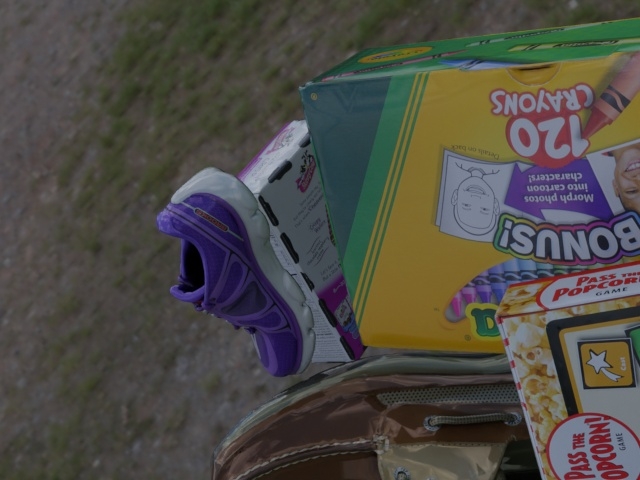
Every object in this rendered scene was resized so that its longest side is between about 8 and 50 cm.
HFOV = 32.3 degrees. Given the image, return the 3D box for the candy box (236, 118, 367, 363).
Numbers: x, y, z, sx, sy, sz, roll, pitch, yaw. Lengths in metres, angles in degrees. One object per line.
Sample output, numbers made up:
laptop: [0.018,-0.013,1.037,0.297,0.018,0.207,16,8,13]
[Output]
candy box: [0.000,0.000,1.237,0.071,0.233,0.159,-7,32,40]

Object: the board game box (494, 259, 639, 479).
board game box: [0.190,0.075,0.484,0.193,0.147,0.045,-11,14,22]

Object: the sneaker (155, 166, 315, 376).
sneaker: [-0.060,0.030,0.724,0.071,0.170,0.068,-38,37,-16]

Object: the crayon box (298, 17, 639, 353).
crayon box: [0.139,-0.027,0.590,0.278,0.165,0.081,-1,23,32]

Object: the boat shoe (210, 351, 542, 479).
boat shoe: [0.089,0.147,0.734,0.324,0.123,0.120,-14,36,-5]
